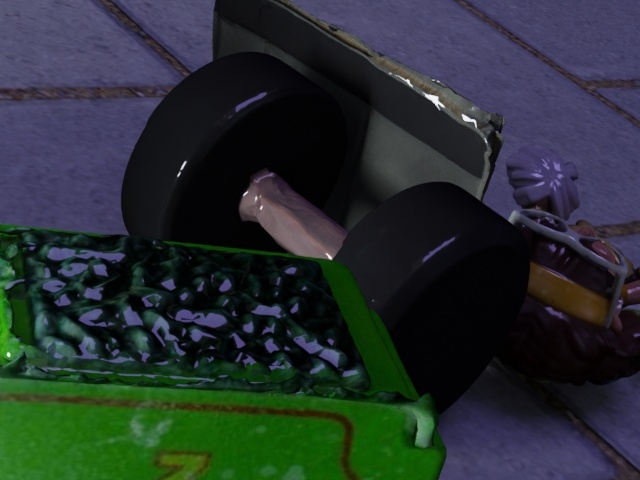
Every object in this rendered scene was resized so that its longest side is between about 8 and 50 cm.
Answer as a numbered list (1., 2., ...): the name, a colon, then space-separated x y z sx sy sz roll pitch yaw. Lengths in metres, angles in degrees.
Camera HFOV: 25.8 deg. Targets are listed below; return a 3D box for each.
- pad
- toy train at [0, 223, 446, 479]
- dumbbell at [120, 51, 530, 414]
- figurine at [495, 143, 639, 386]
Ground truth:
1. pad: 0.010 -0.061 0.938 0.233 0.174 0.022 32 44 25
2. toy train: -0.070 0.094 0.584 0.243 0.188 0.132 7 32 -23
3. dumbbell: 0.000 0.000 0.837 0.152 0.152 0.218 -12 41 -46
4. figurine: 0.175 0.027 0.948 0.174 0.116 0.240 32 24 17
